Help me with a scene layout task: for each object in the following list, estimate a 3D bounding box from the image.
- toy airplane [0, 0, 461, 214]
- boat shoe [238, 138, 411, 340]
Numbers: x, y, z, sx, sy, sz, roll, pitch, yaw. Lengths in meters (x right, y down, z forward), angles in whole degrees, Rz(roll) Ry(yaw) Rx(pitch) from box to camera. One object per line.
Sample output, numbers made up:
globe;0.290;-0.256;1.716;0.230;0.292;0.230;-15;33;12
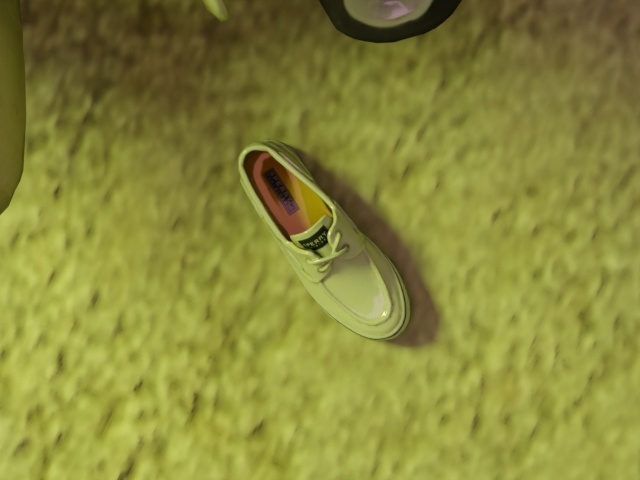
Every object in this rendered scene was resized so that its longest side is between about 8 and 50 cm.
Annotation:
toy airplane;-0.133;-0.196;0.662;0.386;0.272;0.384;30;55;24
boat shoe;0.000;0.000;0.810;0.035;0.035;0.100;-36;86;8
